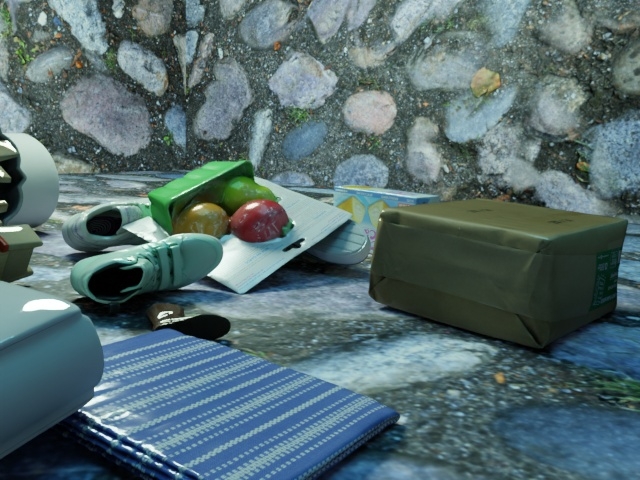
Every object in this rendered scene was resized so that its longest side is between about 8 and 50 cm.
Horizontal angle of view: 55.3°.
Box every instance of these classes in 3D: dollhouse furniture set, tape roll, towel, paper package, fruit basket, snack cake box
[{"bbox_3d":[-0.605,-0.038,1.032,0.259,0.262,0.135,42,29,20],"label":"dollhouse furniture set"},{"bbox_3d":[-0.787,-0.137,1.479,0.246,0.246,0.169,7,10,21],"label":"tape roll"},{"bbox_3d":[-0.124,0.164,0.607,0.336,0.040,0.243,12,12,32],"label":"towel"},{"bbox_3d":[0.302,0.036,1.019,0.310,0.168,0.325,14,15,41],"label":"paper package"},{"bbox_3d":[-0.168,-0.029,1.255,0.353,0.165,0.327,28,44,29],"label":"fruit basket"},{"bbox_3d":[0.150,-0.045,1.456,0.089,0.152,0.264,-8,14,-42],"label":"snack cake box"}]

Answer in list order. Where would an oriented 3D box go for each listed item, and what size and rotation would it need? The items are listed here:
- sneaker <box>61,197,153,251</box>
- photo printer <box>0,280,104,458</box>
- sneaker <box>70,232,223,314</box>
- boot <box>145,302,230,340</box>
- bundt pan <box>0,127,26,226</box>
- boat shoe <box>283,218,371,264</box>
[{"bbox_3d":[-0.393,-0.036,1.336,0.305,0.114,0.152,-15,1,-32],"label":"sneaker"},{"bbox_3d":[-0.367,0.123,0.454,0.256,0.107,0.307,8,21,29],"label":"photo printer"},{"bbox_3d":[-0.260,0.052,0.985,0.256,0.094,0.151,-14,11,-26],"label":"sneaker"},{"bbox_3d":[-0.189,0.110,0.864,0.107,0.037,0.114,1,6,-20],"label":"boot"},{"bbox_3d":[-0.789,-0.119,1.242,0.331,0.330,0.124,-6,-6,-37],"label":"bundt pan"},{"bbox_3d":[0.000,0.000,1.321,0.302,0.094,0.109,20,59,46],"label":"boat shoe"}]
